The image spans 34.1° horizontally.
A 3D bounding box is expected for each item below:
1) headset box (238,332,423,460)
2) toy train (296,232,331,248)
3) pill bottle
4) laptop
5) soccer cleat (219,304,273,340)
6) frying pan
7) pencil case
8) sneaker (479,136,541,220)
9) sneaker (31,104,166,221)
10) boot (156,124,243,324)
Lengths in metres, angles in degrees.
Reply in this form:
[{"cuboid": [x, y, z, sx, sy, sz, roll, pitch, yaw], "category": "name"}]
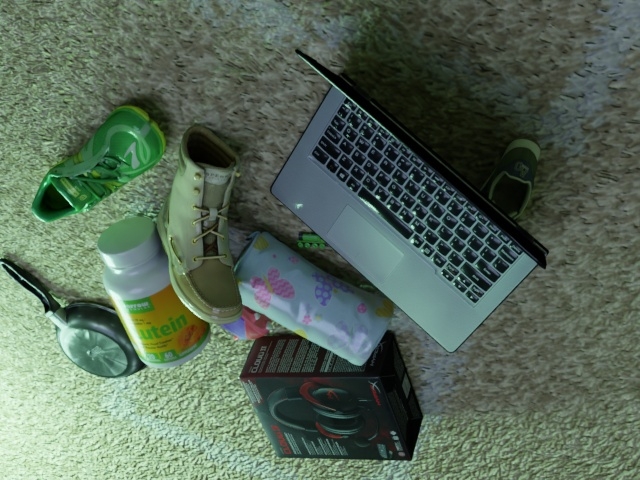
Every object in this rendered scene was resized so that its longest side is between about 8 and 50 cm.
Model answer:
[{"cuboid": [0.008, 0.277, 1.837, 0.293, 0.110, 0.218, -3, 128, 23], "category": "headset box"}, {"cuboid": [0.000, 0.000, 1.666, 0.083, 0.017, 0.023, 3, 120, 19], "category": "toy train"}, {"cuboid": [-0.286, 0.086, 1.767, 0.136, 0.136, 0.245, -2, 128, 22], "category": "pill bottle"}, {"cuboid": [0.087, -0.027, 1.393, 0.382, 0.236, 0.408, 42, 134, 8], "category": "laptop"}, {"cuboid": [-0.178, 0.092, 1.748, 0.095, 0.083, 0.248, -25, 132, 28], "category": "soccer cleat"}, {"cuboid": [-0.447, 0.150, 1.952, 0.197, 0.053, 0.326, -12, 127, 28], "category": "frying pan"}, {"cuboid": [-0.017, 0.093, 1.683, 0.273, 0.113, 0.124, 28, 92, -3], "category": "pencil case"}, {"cuboid": [0.254, -0.051, 1.475, 0.064, 0.086, 0.192, 21, 134, 3], "category": "sneaker"}, {"cuboid": [-0.349, -0.105, 1.636, 0.109, 0.123, 0.295, 44, 130, -17], "category": "sneaker"}, {"cuboid": [-0.167, -0.025, 1.575, 0.095, 0.262, 0.203, -3, 137, -27], "category": "boot"}]
